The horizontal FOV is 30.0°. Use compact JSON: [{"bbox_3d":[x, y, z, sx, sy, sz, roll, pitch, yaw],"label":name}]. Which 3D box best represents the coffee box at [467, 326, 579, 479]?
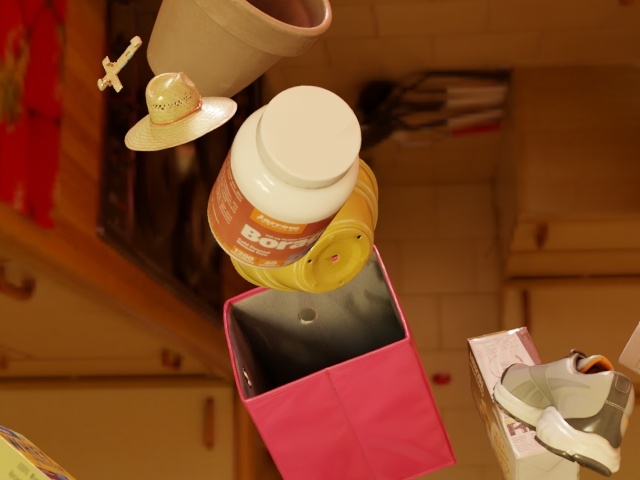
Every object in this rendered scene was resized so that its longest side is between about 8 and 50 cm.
[{"bbox_3d":[0.304,0.268,1.796,0.246,0.098,0.141,-106,-175,-48],"label":"coffee box"}]

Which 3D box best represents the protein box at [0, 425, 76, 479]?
[{"bbox_3d":[-0.493,0.413,1.825,0.201,0.200,0.136,-55,151,-7],"label":"protein box"}]

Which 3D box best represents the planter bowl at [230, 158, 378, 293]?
[{"bbox_3d":[0.000,0.000,1.515,0.090,0.217,0.217,51,-23,43],"label":"planter bowl"}]

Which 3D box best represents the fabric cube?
[{"bbox_3d":[0.027,0.209,1.796,0.254,0.259,0.258,-108,176,-56],"label":"fabric cube"}]

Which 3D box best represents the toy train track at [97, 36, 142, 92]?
[{"bbox_3d":[-0.236,-0.205,1.381,0.014,0.083,0.048,3,51,-51],"label":"toy train track"}]

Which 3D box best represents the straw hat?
[{"bbox_3d":[-0.173,-0.165,1.404,0.144,0.144,0.061,-81,157,-61],"label":"straw hat"}]

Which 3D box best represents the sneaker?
[{"bbox_3d":[0.264,0.166,1.263,0.108,0.100,0.271,-64,-170,0],"label":"sneaker"}]

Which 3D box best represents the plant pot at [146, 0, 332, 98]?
[{"bbox_3d":[-0.148,-0.335,1.851,0.229,0.263,0.263,-49,-159,32],"label":"plant pot"}]

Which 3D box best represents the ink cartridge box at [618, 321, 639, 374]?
[{"bbox_3d":[0.471,0.159,1.417,0.140,0.191,0.082,10,109,-59],"label":"ink cartridge box"}]

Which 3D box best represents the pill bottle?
[{"bbox_3d":[-0.033,-0.059,1.138,0.216,0.121,0.121,126,-33,-66],"label":"pill bottle"}]
